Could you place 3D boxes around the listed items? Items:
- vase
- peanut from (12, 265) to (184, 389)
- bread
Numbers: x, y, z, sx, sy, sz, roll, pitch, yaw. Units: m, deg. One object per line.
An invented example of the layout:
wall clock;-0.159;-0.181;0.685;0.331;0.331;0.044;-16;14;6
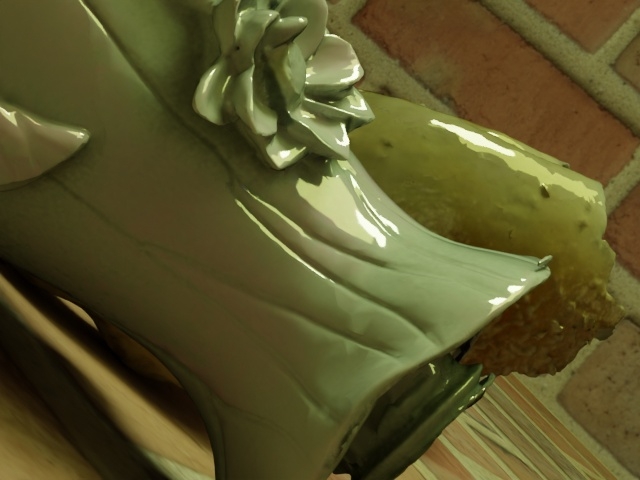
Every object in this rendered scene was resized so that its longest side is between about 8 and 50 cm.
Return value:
vase;-0.105;-0.075;0.863;0.445;0.250;0.250;47;5;5
peanut;-0.092;0.022;1.008;0.174;0.080;0.080;37;6;-14
bread;0.000;-0.001;1.118;0.314;0.171;0.192;5;-20;42
